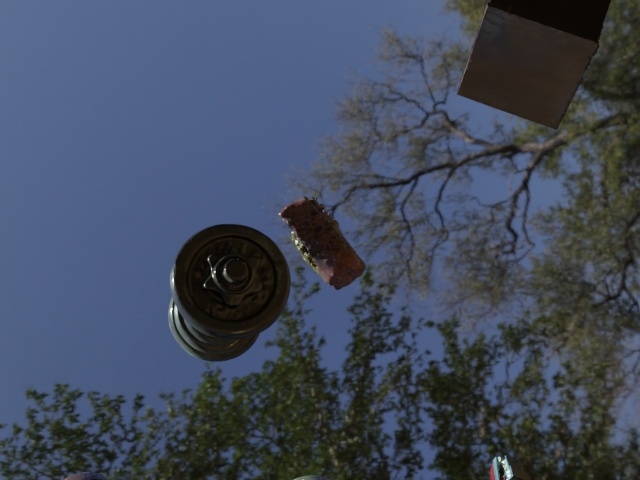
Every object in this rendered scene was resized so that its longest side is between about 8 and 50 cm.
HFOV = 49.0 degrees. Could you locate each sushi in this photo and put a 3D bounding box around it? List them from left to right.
[{"bbox_3d":[0.011,0.015,1.508,0.161,0.107,0.241,54,-177,29],"label":"sushi"}]

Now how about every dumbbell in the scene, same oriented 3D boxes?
[{"bbox_3d":[-0.160,0.097,1.161,0.179,0.406,0.179,4,-108,-12],"label":"dumbbell"}]

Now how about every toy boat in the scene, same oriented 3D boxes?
[{"bbox_3d":[0.377,0.493,1.367,0.069,0.058,0.172,27,-148,-17],"label":"toy boat"}]

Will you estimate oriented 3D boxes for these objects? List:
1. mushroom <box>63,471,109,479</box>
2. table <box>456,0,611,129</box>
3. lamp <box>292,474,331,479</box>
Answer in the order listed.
[{"bbox_3d":[-0.301,0.364,0.925,0.087,0.127,0.127,-29,-78,-9],"label":"mushroom"},{"bbox_3d":[0.339,-0.317,1.107,0.169,0.172,0.193,22,-128,9],"label":"table"},{"bbox_3d":[-0.044,0.306,0.718,0.091,0.163,0.091,55,-169,-17],"label":"lamp"}]
